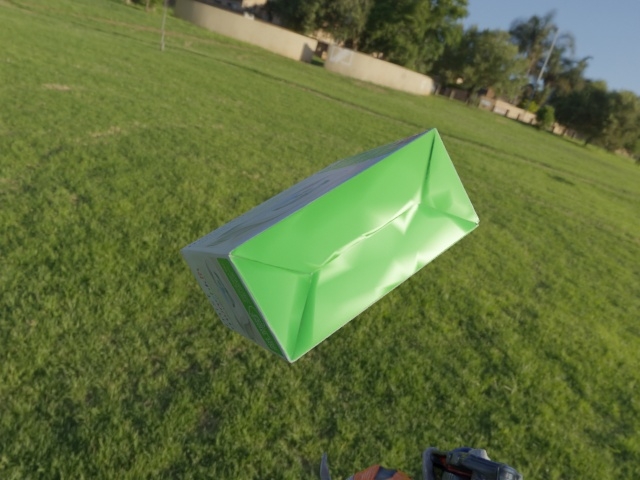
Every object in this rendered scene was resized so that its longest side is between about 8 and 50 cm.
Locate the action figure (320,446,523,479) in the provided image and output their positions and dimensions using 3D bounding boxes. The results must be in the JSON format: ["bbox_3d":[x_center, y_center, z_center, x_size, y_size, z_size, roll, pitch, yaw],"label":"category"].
[{"bbox_3d":[0.157,0.395,0.740,0.331,0.178,0.341,3,-21,7],"label":"action figure"}]

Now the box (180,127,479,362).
[{"bbox_3d":[0.000,0.000,0.585,0.262,0.126,0.231,-33,14,-21],"label":"box"}]
